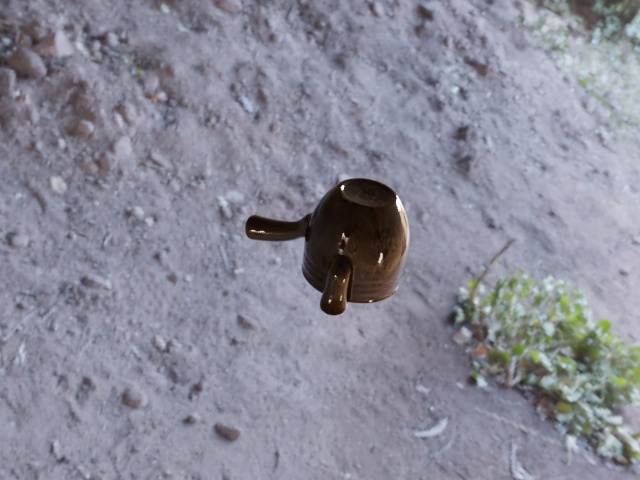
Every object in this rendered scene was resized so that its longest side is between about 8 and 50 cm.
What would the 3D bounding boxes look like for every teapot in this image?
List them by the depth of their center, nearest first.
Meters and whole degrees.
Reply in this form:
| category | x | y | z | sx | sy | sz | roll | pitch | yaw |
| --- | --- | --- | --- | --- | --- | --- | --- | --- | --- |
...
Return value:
| category | x | y | z | sx | sy | sz | roll | pitch | yaw |
| --- | --- | --- | --- | --- | --- | --- | --- | --- | --- |
| teapot | 0.000 | 0.000 | 0.549 | 0.110 | 0.080 | 0.085 | 19 | 32 | 14 |
